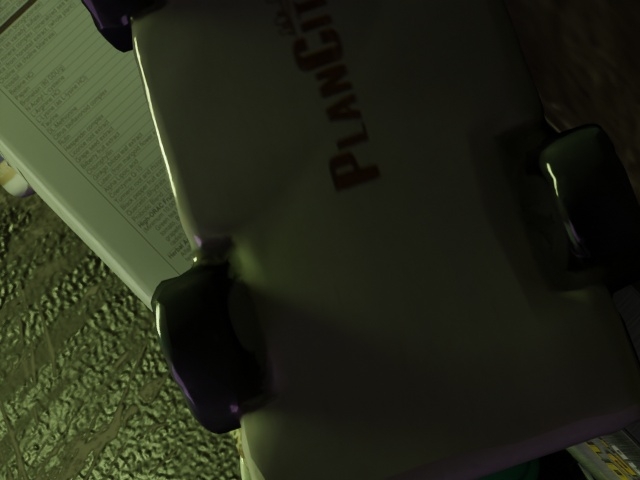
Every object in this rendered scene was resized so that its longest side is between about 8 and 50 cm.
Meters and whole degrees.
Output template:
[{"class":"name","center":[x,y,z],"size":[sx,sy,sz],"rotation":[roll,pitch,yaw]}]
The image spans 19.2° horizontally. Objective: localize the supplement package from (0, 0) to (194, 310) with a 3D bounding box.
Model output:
[{"class":"supplement package","center":[-0.075,-0.079,0.752],"size":[0.244,0.139,0.134],"rotation":[46,174,12]}]

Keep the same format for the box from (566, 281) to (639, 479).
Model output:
[{"class":"box","center":[0.126,0.063,0.715],"size":[0.231,0.056,0.183],"rotation":[45,175,3]}]

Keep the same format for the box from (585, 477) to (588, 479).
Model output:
[{"class":"box","center":[0.126,0.105,1.133],"size":[0.105,0.043,0.179],"rotation":[43,176,41]}]

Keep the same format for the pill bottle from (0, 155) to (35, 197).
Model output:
[{"class":"pill bottle","center":[-0.241,-0.171,1.288],"size":[0.265,0.153,0.153],"rotation":[47,175,-9]}]

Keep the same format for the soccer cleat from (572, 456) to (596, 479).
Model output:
[{"class":"soccer cleat","center":[0.165,0.120,0.891],"size":[0.179,0.060,0.072],"rotation":[50,-172,27]}]

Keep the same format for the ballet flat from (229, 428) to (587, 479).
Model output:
[{"class":"ballet flat","center":[0.060,0.162,0.845],"size":[0.483,0.164,0.182],"rotation":[61,143,24]}]

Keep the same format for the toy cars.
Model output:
[{"class":"toy cars","center":[-0.075,-0.071,0.466],"size":[0.393,0.176,0.087],"rotation":[29,170,21]}]
